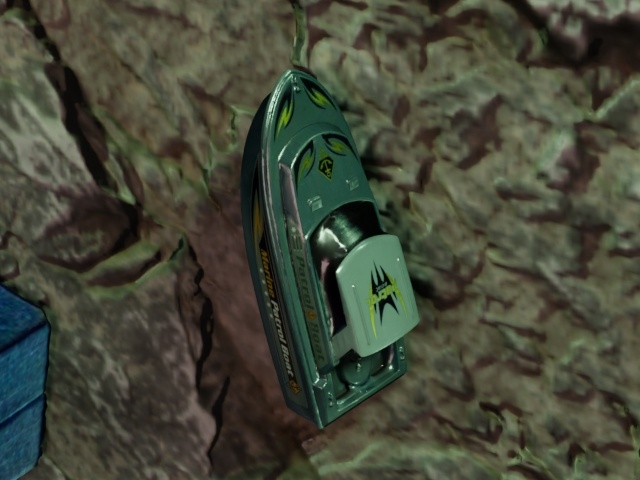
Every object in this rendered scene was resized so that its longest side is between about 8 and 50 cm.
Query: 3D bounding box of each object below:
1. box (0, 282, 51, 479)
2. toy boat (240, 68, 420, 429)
[{"bbox_3d":[-0.320,0.068,0.813,0.279,0.261,0.116,30,131,23],"label":"box"},{"bbox_3d":[0.000,0.000,0.663,0.060,0.055,0.141,8,118,44],"label":"toy boat"}]
